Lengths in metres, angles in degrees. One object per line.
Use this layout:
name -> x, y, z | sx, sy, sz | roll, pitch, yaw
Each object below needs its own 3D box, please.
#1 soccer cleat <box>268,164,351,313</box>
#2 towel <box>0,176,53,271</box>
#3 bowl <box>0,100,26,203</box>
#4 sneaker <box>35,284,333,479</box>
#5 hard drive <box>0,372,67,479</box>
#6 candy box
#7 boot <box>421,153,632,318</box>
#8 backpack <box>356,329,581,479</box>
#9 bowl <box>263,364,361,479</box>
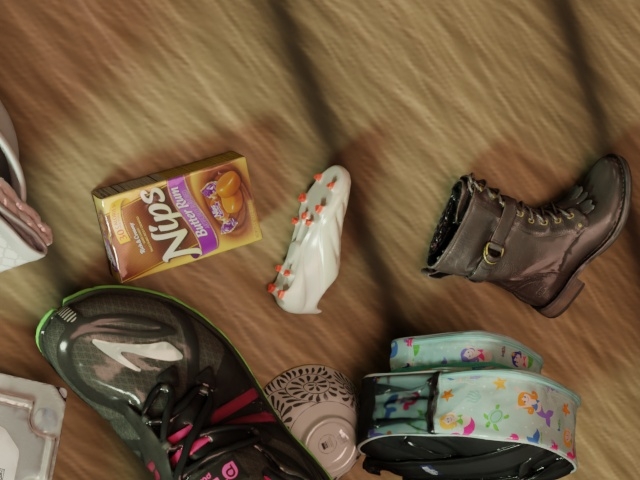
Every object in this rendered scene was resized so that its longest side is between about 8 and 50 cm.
soccer cleat -> 0.000, 0.000, 1.891 | 0.076, 0.068, 0.196 | 16, 101, -31
towel -> -0.489, -0.043, 1.537 | 0.317, 0.053, 0.332 | -21, 128, 27
bowl -> -0.444, -0.113, 1.591 | 0.298, 0.134, 0.298 | 4, 135, 4
sneaker -> -0.129, 0.235, 1.769 | 0.483, 0.202, 0.185 | 44, 94, -10
hard drive -> -0.425, 0.305, 1.675 | 0.237, 0.064, 0.339 | 17, 68, -23
candy box -> -0.171, -0.029, 1.811 | 0.187, 0.053, 0.109 | -18, 109, -19
boot -> 0.273, -0.032, 1.990 | 0.229, 0.091, 0.263 | 27, 92, -27
backpack -> 0.201, 0.220, 1.907 | 0.225, 0.253, 0.191 | 31, 64, -46
bowl -> -0.003, 0.252, 1.933 | 0.170, 0.080, 0.170 | -6, 105, -23
